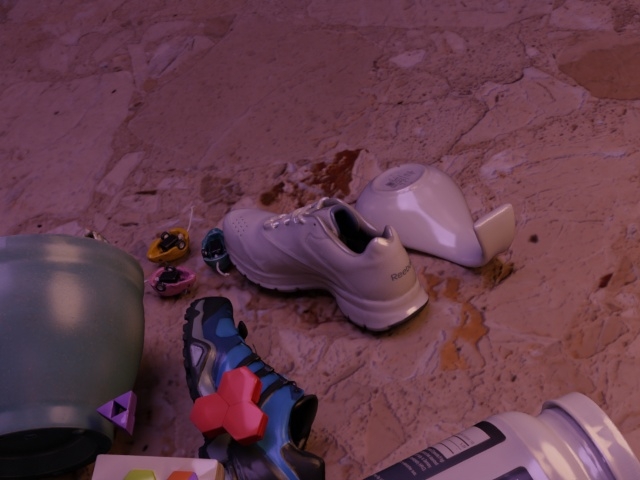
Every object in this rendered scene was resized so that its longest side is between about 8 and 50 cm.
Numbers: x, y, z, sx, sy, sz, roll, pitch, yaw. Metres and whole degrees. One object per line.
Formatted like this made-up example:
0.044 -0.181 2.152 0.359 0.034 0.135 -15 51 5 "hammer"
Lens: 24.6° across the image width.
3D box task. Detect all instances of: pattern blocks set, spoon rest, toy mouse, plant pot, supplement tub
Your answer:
-0.166 0.292 1.427 0.285 0.026 0.325 -15 59 12 "pattern blocks set"
0.139 -0.028 1.769 0.137 0.084 0.276 -31 26 -18 "spoon rest"
-0.159 0.032 1.834 0.143 0.031 0.161 19 51 38 "toy mouse"
-0.324 0.145 1.593 0.293 0.293 0.196 -14 65 5 "plant pot"
0.118 0.252 1.157 0.272 0.191 0.191 -24 38 -9 "supplement tub"

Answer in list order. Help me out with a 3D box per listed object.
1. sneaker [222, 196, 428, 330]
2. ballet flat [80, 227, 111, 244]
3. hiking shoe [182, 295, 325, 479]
0.000 0.000 1.730 0.297 0.129 0.111 17 43 36 "sneaker"
-0.361 0.062 1.841 0.241 0.077 0.091 -35 42 -20 "ballet flat"
-0.069 0.178 1.573 0.132 0.113 0.304 -13 48 -2 "hiking shoe"
